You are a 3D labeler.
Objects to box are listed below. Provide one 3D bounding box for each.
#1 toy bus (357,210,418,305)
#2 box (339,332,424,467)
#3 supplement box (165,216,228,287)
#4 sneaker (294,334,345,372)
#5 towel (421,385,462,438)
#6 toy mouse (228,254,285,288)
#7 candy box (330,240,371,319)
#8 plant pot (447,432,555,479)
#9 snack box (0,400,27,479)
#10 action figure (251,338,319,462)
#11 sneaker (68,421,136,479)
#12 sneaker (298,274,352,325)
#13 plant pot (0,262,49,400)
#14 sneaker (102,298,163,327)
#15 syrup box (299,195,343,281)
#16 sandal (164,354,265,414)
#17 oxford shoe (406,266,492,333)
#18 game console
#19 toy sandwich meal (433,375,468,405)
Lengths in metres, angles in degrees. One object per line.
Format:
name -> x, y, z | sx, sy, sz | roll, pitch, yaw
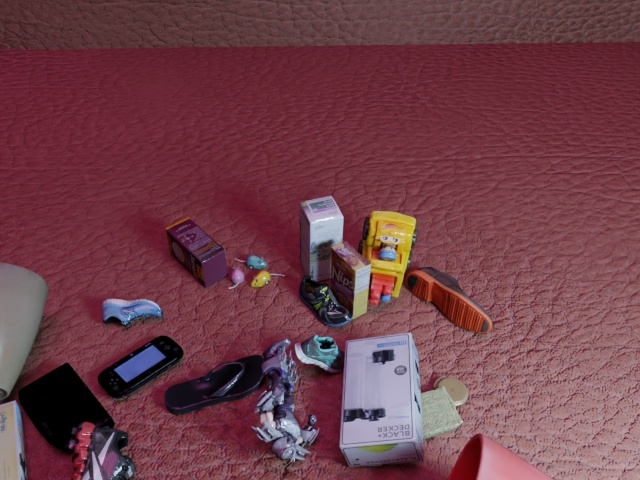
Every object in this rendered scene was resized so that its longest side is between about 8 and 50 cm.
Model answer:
toy bus -> 0.171, 0.060, 1.705 | 0.150, 0.220, 0.211 | 11, 48, 3
box -> 0.139, 0.355, 1.433 | 0.169, 0.087, 0.289 | -9, 40, 15
supplement box -> -0.351, 0.032, 1.796 | 0.081, 0.104, 0.188 | -31, 51, -30
sneaker -> 0.020, 0.268, 1.522 | 0.167, 0.076, 0.065 | 21, 39, -39
towel -> 0.238, 0.399, 1.446 | 0.148, 0.027, 0.110 | -18, 46, -4
toy mouse -> -0.207, 0.080, 1.801 | 0.161, 0.031, 0.143 | -24, 48, -26
candy box -> 0.075, 0.105, 1.666 | 0.053, 0.186, 0.109 | -24, 47, -26
plant pot -> 0.356, 0.531, 1.163 | 0.243, 0.274, 0.275 | 22, 45, 8
snack box -> -0.706, 0.496, 1.299 | 0.187, 0.060, 0.322 | -14, 44, -18
action figure -> -0.082, 0.362, 1.397 | 0.099, 0.185, 0.285 | -24, 37, 9
sneaker -> -0.445, 0.498, 1.277 | 0.135, 0.097, 0.276 | 3, 47, -12
sneaker -> 0.008, 0.160, 1.684 | 0.067, 0.078, 0.188 | -29, 51, -30
plant pot -> -0.785, 0.229, 1.484 | 0.257, 0.256, 0.273 | -5, 58, -8
sneaker -> -0.491, 0.196, 1.656 | 0.162, 0.063, 0.073 | -1, 59, 3
syrup box -> 0.000, 0.000, 1.743 | 0.093, 0.236, 0.096 | -13, 44, -14
sandal -> -0.240, 0.337, 1.495 | 0.255, 0.054, 0.097 | -20, 46, -22
oxford shoe -> 0.361, 0.147, 1.701 | 0.098, 0.096, 0.271 | -25, 48, -35
game console -> -0.503, 0.332, 1.502 | 0.361, 0.043, 0.213 | -32, 52, -32
toy sandwich meal -> 0.308, 0.361, 1.507 | 0.086, 0.029, 0.085 | 2, 45, -2
